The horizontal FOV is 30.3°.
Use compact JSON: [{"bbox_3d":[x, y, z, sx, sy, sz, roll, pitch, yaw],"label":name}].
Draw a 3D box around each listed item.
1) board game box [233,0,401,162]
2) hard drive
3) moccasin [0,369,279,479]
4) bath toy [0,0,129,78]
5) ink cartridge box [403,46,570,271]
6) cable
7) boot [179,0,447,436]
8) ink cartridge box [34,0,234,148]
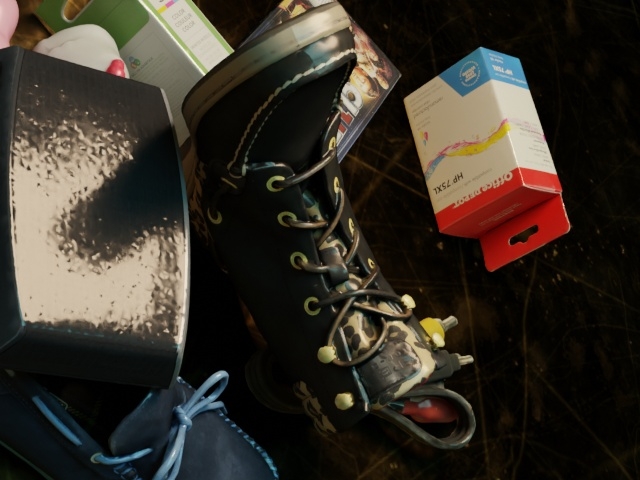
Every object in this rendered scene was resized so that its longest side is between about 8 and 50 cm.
[{"bbox_3d":[-0.014,-0.179,1.316,0.165,0.042,0.243,47,42,-13],"label":"board game box"},{"bbox_3d":[-0.175,-0.023,0.879,0.172,0.054,0.254,13,56,-35],"label":"hard drive"},{"bbox_3d":[-0.161,0.139,0.913,0.342,0.117,0.137,31,47,-28],"label":"moccasin"},{"bbox_3d":[-0.302,-0.164,0.956,0.348,0.129,0.151,21,86,-34],"label":"bath toy"},{"bbox_3d":[0.195,-0.093,1.401,0.078,0.134,0.231,8,60,-43],"label":"ink cartridge box"},{"bbox_3d":[0.050,0.155,1.182,0.287,0.072,0.139,-5,79,-33],"label":"cable"},{"bbox_3d":[0.000,0.000,0.963,0.138,0.377,0.284,-29,82,-26],"label":"boot"},{"bbox_3d":[-0.157,-0.177,1.120,0.209,0.109,0.062,49,41,-10],"label":"ink cartridge box"}]
